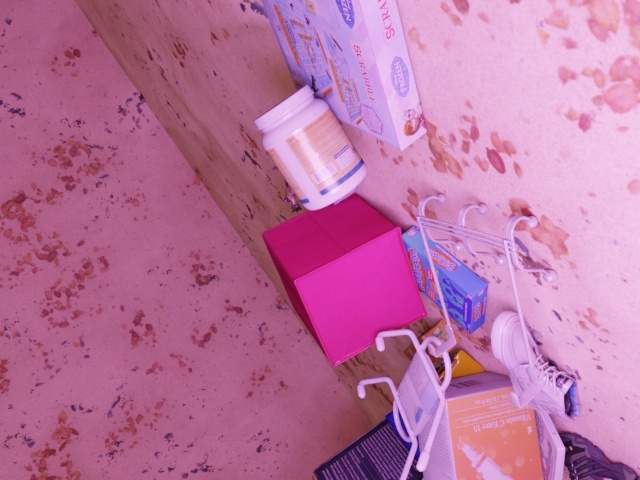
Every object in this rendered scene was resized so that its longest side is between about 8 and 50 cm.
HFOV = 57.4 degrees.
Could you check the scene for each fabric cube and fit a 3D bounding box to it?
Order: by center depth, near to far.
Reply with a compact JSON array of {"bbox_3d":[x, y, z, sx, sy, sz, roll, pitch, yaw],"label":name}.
[{"bbox_3d":[0.052,0.077,1.347,0.258,0.259,0.254,46,160,60],"label":"fabric cube"}]

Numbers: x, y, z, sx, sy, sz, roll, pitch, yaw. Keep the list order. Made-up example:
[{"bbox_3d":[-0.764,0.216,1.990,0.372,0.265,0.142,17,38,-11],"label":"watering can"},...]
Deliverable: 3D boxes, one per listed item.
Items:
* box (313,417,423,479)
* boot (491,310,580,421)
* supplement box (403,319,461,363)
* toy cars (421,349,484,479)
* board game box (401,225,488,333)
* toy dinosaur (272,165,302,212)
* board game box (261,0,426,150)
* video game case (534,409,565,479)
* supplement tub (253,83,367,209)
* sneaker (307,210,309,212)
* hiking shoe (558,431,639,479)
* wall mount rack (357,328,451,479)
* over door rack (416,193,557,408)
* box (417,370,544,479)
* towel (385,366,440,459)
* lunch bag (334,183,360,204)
[{"bbox_3d":[0.318,0.791,1.777,0.479,0.472,0.297,60,170,-23],"label":"box"},{"bbox_3d":[0.416,0.239,1.101,0.123,0.095,0.258,17,147,50],"label":"boot"},{"bbox_3d":[0.290,0.280,1.540,0.080,0.078,0.233,49,164,15],"label":"supplement box"},{"bbox_3d":[0.315,0.466,1.446,0.087,0.177,0.393,132,137,-85],"label":"toy cars"},{"bbox_3d":[0.262,0.084,1.253,0.210,0.047,0.160,44,162,35],"label":"board game box"},{"bbox_3d":[-0.052,-0.187,1.460,0.295,0.127,0.200,-127,17,-57],"label":"toy dinosaur"},{"bbox_3d":[0.022,-0.340,0.989,0.318,0.066,0.318,38,160,45],"label":"board game box"},{"bbox_3d":[0.483,0.441,1.249,0.143,0.019,0.157,-95,-4,-60],"label":"video game case"},{"bbox_3d":[-0.019,-0.173,1.093,0.199,0.144,0.144,56,164,-15],"label":"supplement tub"},{"bbox_3d":[0.000,0.000,1.716,0.147,0.104,0.295,28,156,46],"label":"sneaker"},{"bbox_3d":[0.535,0.476,1.183,0.086,0.114,0.227,60,164,-21],"label":"hiking shoe"},{"bbox_3d":[0.181,0.373,1.238,0.350,0.131,0.304,103,156,-45],"label":"wall mount rack"},{"bbox_3d":[0.287,0.087,1.026,0.239,0.108,0.324,24,127,59],"label":"over door rack"},{"bbox_3d":[0.355,0.492,1.307,0.168,0.215,0.345,167,95,-73],"label":"box"},{"bbox_3d":[0.332,0.514,1.524,0.308,0.227,0.076,49,-162,28],"label":"towel"},{"bbox_3d":[0.052,-0.131,1.350,0.053,0.071,0.083,54,167,12],"label":"lunch bag"}]
